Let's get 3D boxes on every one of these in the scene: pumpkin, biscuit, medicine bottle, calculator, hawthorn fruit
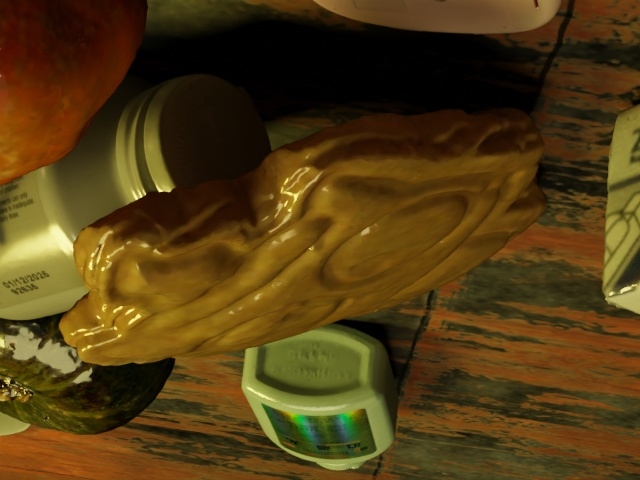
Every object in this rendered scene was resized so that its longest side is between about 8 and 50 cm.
[{"bbox_3d":[-0.205,0.047,1.298,0.223,0.157,0.224,22,153,11],"label":"pumpkin"},{"bbox_3d":[0.002,0.004,1.041,0.269,0.051,0.376,-35,161,33],"label":"biscuit"},{"bbox_3d":[0.006,0.143,1.563,0.121,0.083,0.229,2,159,8],"label":"medicine bottle"},{"bbox_3d":[0.067,-0.135,0.905,0.165,0.024,0.103,3,158,16],"label":"calculator"},{"bbox_3d":[-0.193,-0.076,0.933,0.165,0.165,0.285,14,146,-14],"label":"hawthorn fruit"},{"bbox_3d":[-0.135,-0.032,1.089,0.215,0.135,0.135,-15,149,41],"label":"medicine bottle"}]

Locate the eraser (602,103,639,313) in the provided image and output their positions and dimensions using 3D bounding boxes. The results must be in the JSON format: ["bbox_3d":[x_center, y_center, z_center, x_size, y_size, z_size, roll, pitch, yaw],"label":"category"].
[{"bbox_3d":[0.247,-0.037,0.952,0.068,0.125,0.210,22,155,-29],"label":"eraser"}]

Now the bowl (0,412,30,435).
[{"bbox_3d":[-0.347,0.110,1.603,0.189,0.086,0.189,7,157,3],"label":"bowl"}]
